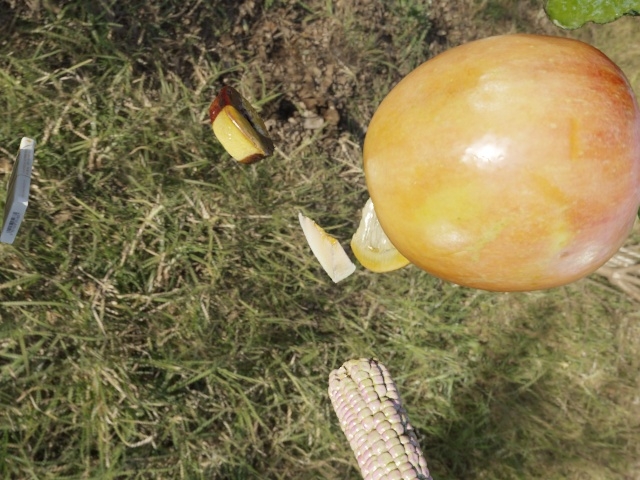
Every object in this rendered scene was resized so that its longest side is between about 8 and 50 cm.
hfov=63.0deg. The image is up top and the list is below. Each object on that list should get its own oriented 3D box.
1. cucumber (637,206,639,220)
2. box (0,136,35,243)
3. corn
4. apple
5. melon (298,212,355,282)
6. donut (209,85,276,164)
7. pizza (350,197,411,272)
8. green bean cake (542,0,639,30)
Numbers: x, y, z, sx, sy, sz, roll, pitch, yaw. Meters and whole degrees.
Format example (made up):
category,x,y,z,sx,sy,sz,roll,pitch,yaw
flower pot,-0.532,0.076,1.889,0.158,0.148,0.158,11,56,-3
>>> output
category,x,y,z,sx,sy,sz,roll,pitch,yaw
cucumber,0.533,-0.084,0.843,0.056,0.056,0.250,-53,131,-25
box,-0.653,-0.113,1.130,0.032,0.220,0.122,15,127,-34
corn,0.108,0.341,0.861,0.127,0.335,0.126,-12,134,-12
apple,0.159,-0.068,0.490,0.254,0.254,0.253,-8,102,-44
melon,0.004,0.007,1.114,0.054,0.182,0.098,-31,122,-11
donut,-0.174,-0.244,1.141,0.166,0.073,0.184,17,44,-62
pizza,0.132,-0.072,0.841,0.034,0.181,0.262,15,90,-35
green bean cake,0.419,-0.432,0.702,0.156,0.247,0.249,-49,127,-57
